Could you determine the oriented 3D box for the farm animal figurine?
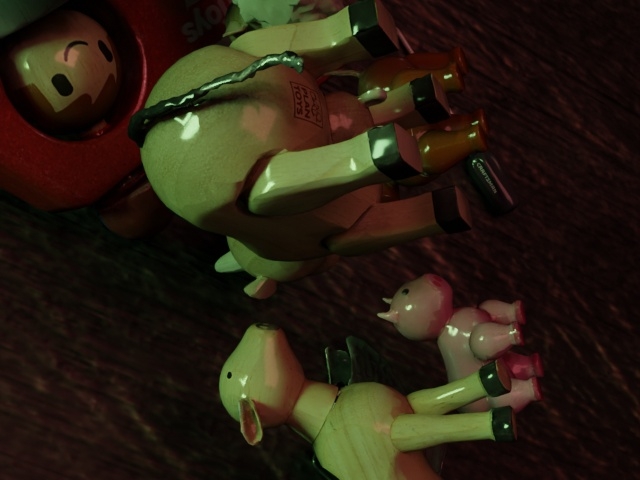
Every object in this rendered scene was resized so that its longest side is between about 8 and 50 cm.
[{"bbox_3d":[0.000,0.000,0.643,0.327,0.172,0.330,53,27,-49],"label":"farm animal figurine"}]

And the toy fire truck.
[{"bbox_3d":[-0.121,-0.143,0.691,0.302,0.169,0.254,-46,115,-34],"label":"toy fire truck"}]

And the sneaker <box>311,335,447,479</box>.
[{"bbox_3d":[0.027,0.150,0.715,0.089,0.051,0.170,30,54,-17],"label":"sneaker"}]

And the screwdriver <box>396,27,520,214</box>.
[{"bbox_3d":[0.103,-0.095,0.873,0.024,0.025,0.170,-26,86,-36],"label":"screwdriver"}]
